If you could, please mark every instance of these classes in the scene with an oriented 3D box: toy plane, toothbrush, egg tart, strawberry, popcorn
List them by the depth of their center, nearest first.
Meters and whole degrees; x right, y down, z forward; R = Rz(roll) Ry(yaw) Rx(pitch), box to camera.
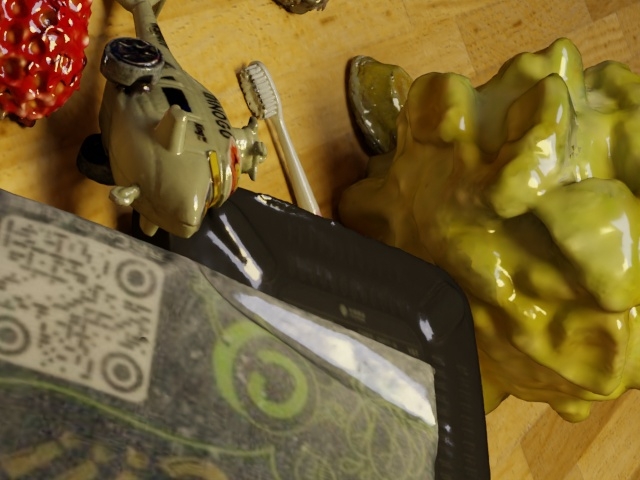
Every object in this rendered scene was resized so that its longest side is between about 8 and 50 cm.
[{"bbox_3d":[-0.166,-0.163,1.150,0.121,0.082,0.188,26,47,-61],"label":"strawberry"},{"bbox_3d":[-0.098,-0.096,1.205,0.108,0.092,0.286,3,36,-20],"label":"toy plane"},{"bbox_3d":[0.000,0.000,1.451,0.025,0.020,0.286,-32,101,-57],"label":"toothbrush"},{"bbox_3d":[0.171,-0.012,1.487,0.312,0.312,0.312,45,35,-44],"label":"popcorn"},{"bbox_3d":[0.059,-0.114,1.636,0.105,0.039,0.105,43,36,-42],"label":"egg tart"}]

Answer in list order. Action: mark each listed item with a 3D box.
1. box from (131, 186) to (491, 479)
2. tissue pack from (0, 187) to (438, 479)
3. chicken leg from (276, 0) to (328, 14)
[{"bbox_3d":[0.001,0.119,1.239,0.290,0.073,0.289,22,53,-39],"label":"box"},{"bbox_3d":[-0.090,0.186,0.878,0.288,0.124,0.394,23,45,-22],"label":"tissue pack"},{"bbox_3d":[-0.028,-0.286,1.537,0.125,0.080,0.196,44,34,-67],"label":"chicken leg"}]
